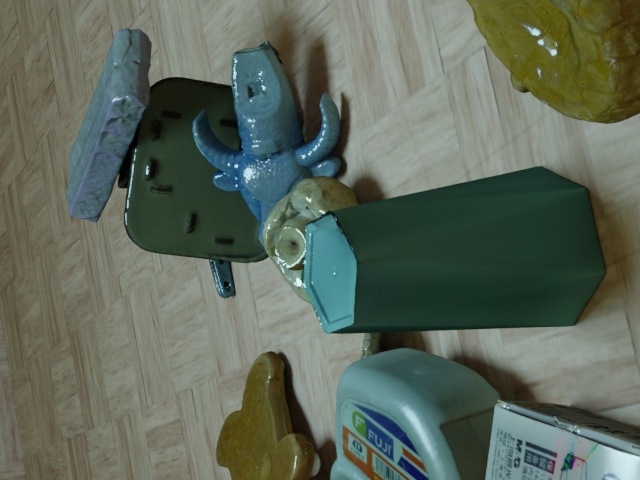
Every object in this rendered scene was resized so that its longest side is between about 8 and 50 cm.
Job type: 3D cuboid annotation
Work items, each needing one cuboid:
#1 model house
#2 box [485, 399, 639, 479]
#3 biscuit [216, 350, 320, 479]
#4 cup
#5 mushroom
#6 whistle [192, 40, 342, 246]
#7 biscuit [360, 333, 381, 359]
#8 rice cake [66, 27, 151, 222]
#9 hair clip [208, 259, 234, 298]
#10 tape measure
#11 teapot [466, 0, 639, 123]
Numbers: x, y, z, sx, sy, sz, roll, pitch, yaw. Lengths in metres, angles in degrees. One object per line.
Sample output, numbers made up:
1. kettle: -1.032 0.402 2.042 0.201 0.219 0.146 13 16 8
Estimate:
1. model house: -0.167 -0.103 1.805 0.279 0.205 0.218 -150 70 -72
2. box: 0.220 0.282 1.151 0.221 0.091 0.273 15 99 62
3. biscuit: -0.060 0.318 1.762 0.216 0.047 0.339 -65 28 28
4. cup: 0.112 0.015 1.194 0.134 0.236 0.148 61 144 37
5. mushroom: 0.000 0.000 1.554 0.148 0.112 0.148 2 94 36
6. whistle: -0.054 -0.099 1.636 0.180 0.093 0.269 -6 111 22
7. biscuit: 0.055 0.149 1.516 0.152 0.020 0.152 4 -90 -84
8. rice cake: -0.262 -0.138 1.693 0.298 0.050 0.106 126 147 -56
9. hair clip: -0.146 -0.054 1.947 0.083 0.048 0.275 17 116 52
10. tape measure: 0.118 0.237 1.364 0.243 0.125 0.246 32 127 51
11. teapot: 0.214 -0.200 1.035 0.203 0.167 0.311 49 166 13
